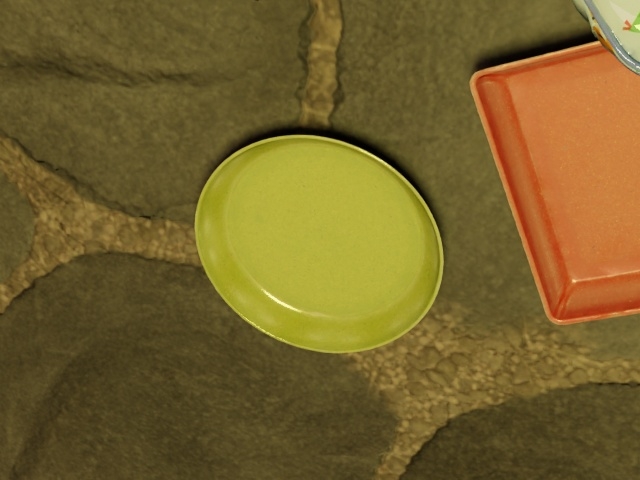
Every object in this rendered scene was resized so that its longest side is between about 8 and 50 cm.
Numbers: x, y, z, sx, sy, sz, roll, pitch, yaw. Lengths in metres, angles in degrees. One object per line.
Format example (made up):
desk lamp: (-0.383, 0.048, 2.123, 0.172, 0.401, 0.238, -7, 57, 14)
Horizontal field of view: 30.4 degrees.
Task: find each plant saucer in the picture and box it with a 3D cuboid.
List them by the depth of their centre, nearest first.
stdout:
plant saucer: (0.285, -0.063, 0.983, 0.258, 0.048, 0.259, -11, 118, 23)
plant saucer: (0.000, 0.000, 1.116, 0.240, 0.037, 0.241, 8, 124, 11)

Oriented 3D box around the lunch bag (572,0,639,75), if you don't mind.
lunch bag: (0.246, -0.264, 0.767, 0.243, 0.115, 0.303, -32, 86, 18)
